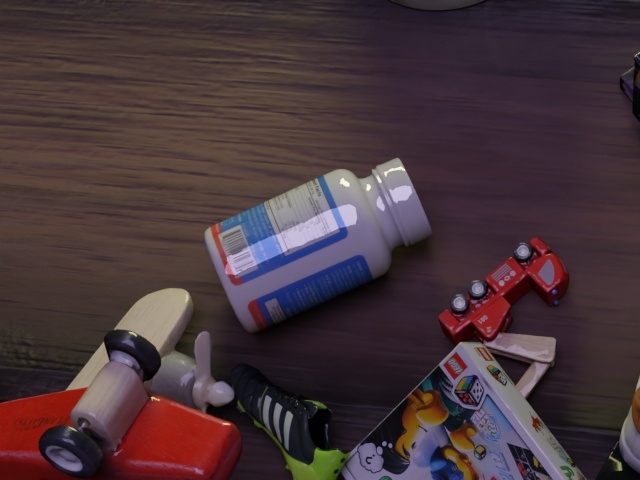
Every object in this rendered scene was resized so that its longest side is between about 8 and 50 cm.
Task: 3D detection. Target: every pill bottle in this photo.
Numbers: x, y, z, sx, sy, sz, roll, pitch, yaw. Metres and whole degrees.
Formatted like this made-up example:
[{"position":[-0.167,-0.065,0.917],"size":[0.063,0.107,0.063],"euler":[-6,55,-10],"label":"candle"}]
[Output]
[{"position":[0.000,0.000,1.925],"size":[0.221,0.124,0.124],"euler":[-23,65,1],"label":"pill bottle"}]

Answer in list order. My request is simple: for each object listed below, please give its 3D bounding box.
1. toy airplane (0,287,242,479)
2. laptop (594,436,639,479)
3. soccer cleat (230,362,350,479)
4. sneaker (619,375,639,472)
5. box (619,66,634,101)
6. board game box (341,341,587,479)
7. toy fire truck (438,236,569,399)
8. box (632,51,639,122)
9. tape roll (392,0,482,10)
[{"position":[-0.249,0.242,1.826],"size":[0.386,0.272,0.384],"euler":[-38,27,4],"label":"toy airplane"},{"position":[0.365,0.316,1.776],"size":[0.234,0.136,0.264],"euler":[22,99,20],"label":"laptop"},{"position":[-0.029,0.180,1.874],"size":[0.072,0.060,0.179],"euler":[-52,53,18],"label":"soccer cleat"},{"position":[0.389,0.094,1.786],"size":[0.106,0.123,0.290],"euler":[24,59,18],"label":"sneaker"},{"position":[0.413,-0.146,1.954],"size":[0.116,0.029,0.162],"euler":[-36,67,-5],"label":"box"},{"position":[0.169,0.274,1.768],"size":[0.193,0.053,0.305],"euler":[-48,63,22],"label":"board game box"},{"position":[0.195,0.101,1.883],"size":[0.192,0.047,0.135],"euler":[-38,66,-7],"label":"toy fire truck"},{"position":[0.463,-0.158,1.857],"size":[0.247,0.142,0.163],"euler":[-31,67,-3],"label":"box"},{"position":[0.129,-0.401,2.045],"size":[0.246,0.169,0.246],"euler":[-5,66,10],"label":"tape roll"}]
